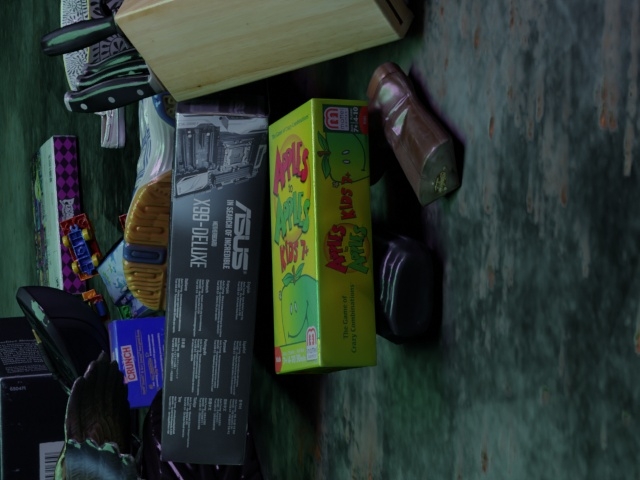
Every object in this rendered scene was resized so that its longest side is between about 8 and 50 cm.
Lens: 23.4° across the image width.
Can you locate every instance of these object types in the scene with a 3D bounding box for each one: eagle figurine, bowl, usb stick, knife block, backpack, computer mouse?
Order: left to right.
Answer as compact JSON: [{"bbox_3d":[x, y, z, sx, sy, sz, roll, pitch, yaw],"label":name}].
[{"bbox_3d":[-0.230,0.281,1.373,0.226,0.298,0.225,45,-175,22],"label":"eagle figurine"},{"bbox_3d":[-0.261,0.113,1.647,0.184,0.060,0.262,38,158,45],"label":"computer mouse"},{"bbox_3d":[-0.251,-0.256,1.813,0.170,0.080,0.170,176,90,-70],"label":"bowl"},{"bbox_3d":[-0.163,0.025,1.584,0.084,0.105,0.114,59,152,9],"label":"backpack"},{"bbox_3d":[-0.088,-0.160,1.142,0.088,0.242,0.276,52,179,-31],"label":"knife block"},{"bbox_3d":[0.015,0.015,1.165,0.278,0.045,0.077,-155,71,-68],"label":"usb stick"}]

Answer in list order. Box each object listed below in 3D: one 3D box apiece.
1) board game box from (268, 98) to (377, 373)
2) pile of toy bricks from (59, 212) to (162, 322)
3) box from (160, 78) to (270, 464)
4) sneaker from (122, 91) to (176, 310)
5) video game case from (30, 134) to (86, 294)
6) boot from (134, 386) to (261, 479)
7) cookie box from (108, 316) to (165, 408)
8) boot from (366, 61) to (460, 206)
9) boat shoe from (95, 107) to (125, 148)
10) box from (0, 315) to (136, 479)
[{"bbox_3d":[0.000,0.000,1.077,0.092,0.043,0.181,158,111,-68],"label":"board game box"},{"bbox_3d":[-0.212,0.063,1.755,0.105,0.118,0.212,-34,-75,-81],"label":"pile of toy bricks"},{"bbox_3d":[-0.092,-0.001,1.321,0.242,0.076,0.307,-100,14,-68],"label":"box"},{"bbox_3d":[-0.127,-0.081,1.489,0.131,0.111,0.296,-118,38,-68],"label":"sneaker"},{"bbox_3d":[-0.393,-0.025,2.297,0.210,0.041,0.232,159,107,-69],"label":"video game case"},{"bbox_3d":[-0.136,0.336,1.495,0.260,0.131,0.348,119,154,-45],"label":"boot"},{"bbox_3d":[-0.157,0.122,1.565,0.040,0.107,0.092,148,117,-68],"label":"cookie box"},{"bbox_3d":[0.057,-0.051,1.059,0.114,0.037,0.106,-121,31,-44],"label":"boot"},{"bbox_3d":[-0.266,-0.165,1.933,0.035,0.035,0.100,-173,80,-70],"label":"boat shoe"},{"bbox_3d":[-0.362,0.276,2.059,0.294,0.182,0.296,-149,59,-68],"label":"box"}]
